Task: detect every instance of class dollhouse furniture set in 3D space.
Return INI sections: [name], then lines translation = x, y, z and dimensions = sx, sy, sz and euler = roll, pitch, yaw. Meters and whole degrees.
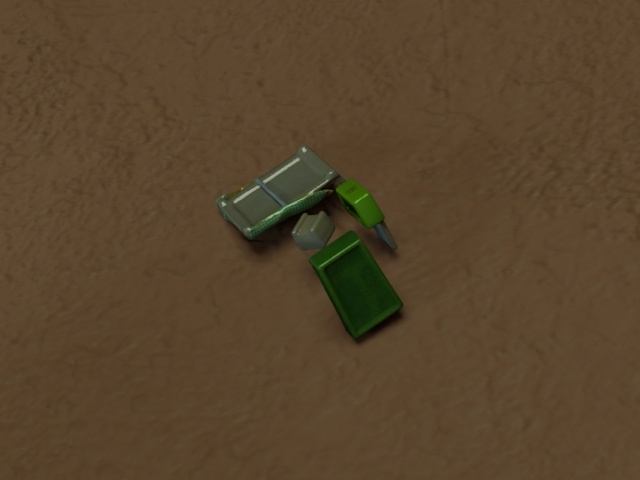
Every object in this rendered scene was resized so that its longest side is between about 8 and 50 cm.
[dollhouse furniture set]
translation = 0.000, 0.000, 1.265
dimensions = 0.076, 0.058, 0.152
euler = -34, 30, -8
